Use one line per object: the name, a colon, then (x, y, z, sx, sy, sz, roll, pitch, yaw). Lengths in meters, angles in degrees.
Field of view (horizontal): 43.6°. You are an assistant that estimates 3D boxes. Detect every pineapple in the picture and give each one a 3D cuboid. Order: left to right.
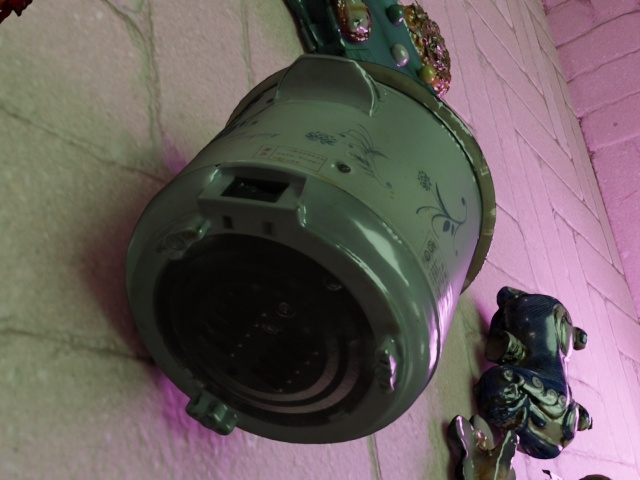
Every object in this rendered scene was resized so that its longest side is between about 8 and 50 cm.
pineapple: (0.178, -0.339, 1.427, 0.225, 0.076, 0.224, 44, 35, -42)

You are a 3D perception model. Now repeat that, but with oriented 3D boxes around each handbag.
handbag: (0.067, -0.310, 1.176, 0.274, 0.100, 0.268, -20, 90, -63)

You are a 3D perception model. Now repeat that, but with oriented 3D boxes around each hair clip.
hair clip: (0.213, 0.334, 1.028, 0.146, 0.075, 0.257, 49, 40, -29)

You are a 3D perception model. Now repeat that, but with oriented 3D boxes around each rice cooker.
rice cooker: (0.000, 0.000, 0.664, 0.317, 0.264, 0.316, 5, 90, -70)

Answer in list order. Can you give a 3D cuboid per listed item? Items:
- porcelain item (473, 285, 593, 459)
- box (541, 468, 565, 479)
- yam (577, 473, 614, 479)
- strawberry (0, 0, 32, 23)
porcelain item: (0.321, 0.200, 1.268, 0.186, 0.138, 0.287, 32, 47, -25)
box: (0.329, 0.503, 1.073, 0.264, 0.106, 0.336, 40, 40, -43)
yam: (0.484, 0.544, 1.316, 0.133, 0.133, 0.330, 44, 32, -40)
strawberry: (-0.259, -0.194, 0.517, 0.145, 0.086, 0.145, 39, 41, -45)
